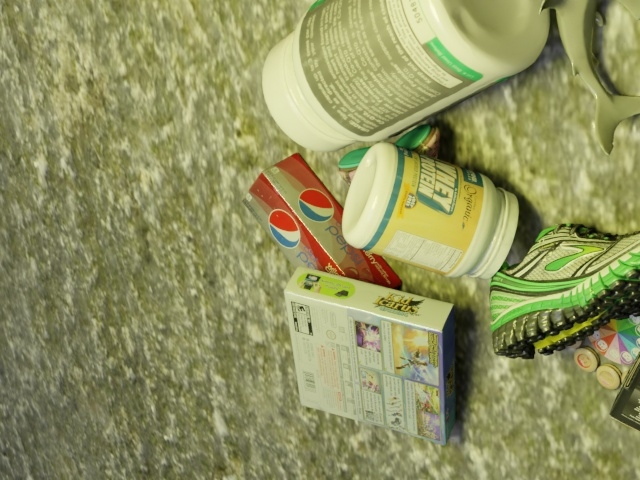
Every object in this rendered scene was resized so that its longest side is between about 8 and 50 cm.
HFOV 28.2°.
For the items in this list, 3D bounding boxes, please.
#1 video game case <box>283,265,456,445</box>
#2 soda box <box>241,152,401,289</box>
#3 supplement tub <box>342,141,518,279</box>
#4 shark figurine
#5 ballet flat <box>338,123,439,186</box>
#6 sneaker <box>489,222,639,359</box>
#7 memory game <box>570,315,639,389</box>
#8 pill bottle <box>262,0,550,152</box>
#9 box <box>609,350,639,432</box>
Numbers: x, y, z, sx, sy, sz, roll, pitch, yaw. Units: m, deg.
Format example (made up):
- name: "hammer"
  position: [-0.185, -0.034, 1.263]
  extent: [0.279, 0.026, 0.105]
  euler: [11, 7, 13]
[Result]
- name: "video game case"
  position: [0.079, 0.174, 1.904]
  extent: [0.244, 0.061, 0.269]
  euler: [14, 138, 20]
- name: "soda box"
  position: [0.000, 0.000, 1.951]
  extent: [0.263, 0.083, 0.092]
  euler: [51, 140, 8]
- name: "supplement tub"
  position: [0.143, -0.035, 1.671]
  extent: [0.199, 0.144, 0.144]
  euler: [17, 139, -13]
- name: "shark figurine"
  position: [0.295, -0.251, 1.461]
  extent: [0.166, 0.116, 0.278]
  euler: [21, 126, 39]
- name: "ballet flat"
  position: [0.110, -0.106, 1.787]
  extent: [0.079, 0.077, 0.221]
  euler: [49, 149, -17]
- name: "sneaker"
  position: [0.334, 0.027, 1.581]
  extent: [0.343, 0.134, 0.146]
  euler: [-29, 61, 39]
- name: "memory game"
  position: [0.388, 0.121, 1.676]
  extent: [0.186, 0.012, 0.186]
  euler: [26, 131, 34]
- name: "pill bottle"
  position: [0.093, -0.245, 1.602]
  extent: [0.361, 0.204, 0.204]
  euler: [-24, 96, 50]
- name: "box"
  position: [0.521, 0.157, 1.464]
  extent: [0.295, 0.073, 0.293]
  euler: [26, 131, 14]
